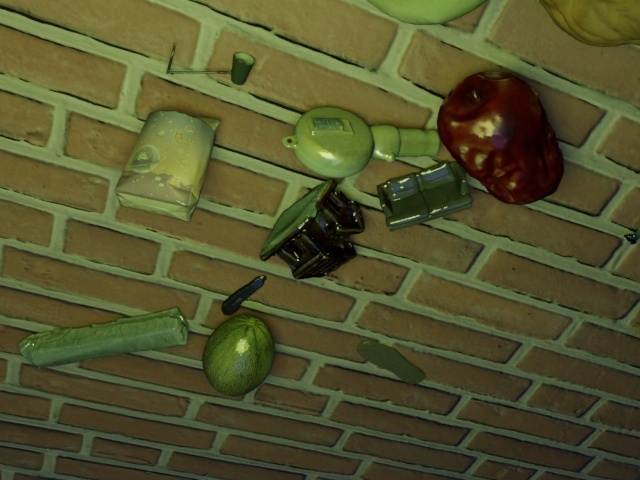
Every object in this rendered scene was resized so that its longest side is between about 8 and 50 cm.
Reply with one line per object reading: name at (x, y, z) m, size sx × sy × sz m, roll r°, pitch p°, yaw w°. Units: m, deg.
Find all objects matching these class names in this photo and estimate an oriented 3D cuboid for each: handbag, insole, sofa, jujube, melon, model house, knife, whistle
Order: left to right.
handbag at (-0.226, -0.120, 0.925) m, size 0.117 × 0.173 × 0.095 m, roll 14°, pitch 156°, yaw -2°
melon at (-0.163, 0.232, 1.207) m, size 0.139 × 0.139 × 0.192 m, roll 13°, pitch 123°, yaw -13°
knife at (-0.149, 0.106, 1.187) m, size 0.121 × 0.018 × 0.031 m, roll -37°, pitch 114°, yaw 22°
model house at (0.005, -0.004, 1.056) m, size 0.165 × 0.106 × 0.152 m, roll -35°, pitch 120°, yaw 26°
whistle at (0.066, -0.154, 0.944) m, size 0.258 × 0.126 × 0.067 m, roll -1°, pitch 142°, yaw -20°
insole at (0.157, 0.266, 1.333) m, size 0.192 × 0.010 × 0.063 m, roll 35°, pitch 119°, yaw -27°
sofa at (0.172, -0.079, 1.022) m, size 0.147 × 0.085 × 0.060 m, roll -16°, pitch 130°, yaw 9°
jujube at (0.281, -0.149, 0.932) m, size 0.155 × 0.155 × 0.230 m, roll -32°, pitch 122°, yaw 19°

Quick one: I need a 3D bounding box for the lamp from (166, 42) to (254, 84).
lamp at (-0.162, -0.256, 0.899) m, size 0.121 × 0.041 × 0.054 m, roll 10°, pitch 135°, yaw -15°

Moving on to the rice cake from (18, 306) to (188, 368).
rice cake at (-0.432, 0.198, 1.212) m, size 0.336 × 0.063 × 0.066 m, roll -10°, pitch 131°, yaw 4°

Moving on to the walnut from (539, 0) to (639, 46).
walnut at (0.383, -0.374, 0.702) m, size 0.277 × 0.252 × 0.313 m, roll -23°, pitch 126°, yaw 12°

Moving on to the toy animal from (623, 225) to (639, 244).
toy animal at (0.643, -0.065, 1.086) m, size 0.217 × 0.041 × 0.075 m, roll -39°, pitch 139°, yaw 21°

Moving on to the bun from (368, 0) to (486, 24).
bun at (0.144, -0.405, 0.694) m, size 0.187 × 0.293 × 0.293 m, roll -31°, pitch 137°, yaw -33°
